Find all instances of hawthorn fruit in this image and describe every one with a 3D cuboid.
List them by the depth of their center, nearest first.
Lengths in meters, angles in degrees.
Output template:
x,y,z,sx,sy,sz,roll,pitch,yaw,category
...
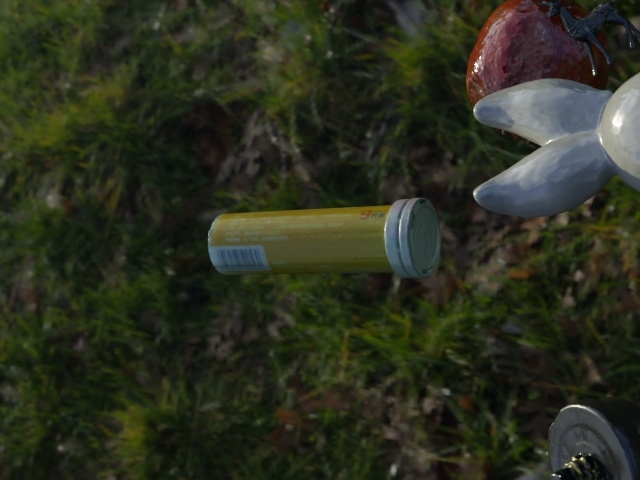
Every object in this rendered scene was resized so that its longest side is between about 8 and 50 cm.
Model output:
x,y,z,sx,sy,sz,roll,pitch,yaw,category
0.320,-0.263,1.682,0.205,0.205,0.253,35,106,51,hawthorn fruit

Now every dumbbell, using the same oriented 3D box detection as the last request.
x,y,z,sx,sy,sz,roll,pitch,yaw,category
0.473,0.279,1.614,0.185,0.388,0.185,34,130,55,dumbbell

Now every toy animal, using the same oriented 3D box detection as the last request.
x,y,z,sx,sy,sz,roll,pitch,yaw,category
0.220,-0.069,0.812,0.221,0.131,0.103,-7,78,46,toy animal

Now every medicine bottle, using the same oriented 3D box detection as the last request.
x,y,z,sx,sy,sz,roll,pitch,yaw,category
0.000,0.000,1.119,0.218,0.074,0.073,-2,75,28,medicine bottle

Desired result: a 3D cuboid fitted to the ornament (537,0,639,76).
x,y,z,sx,sy,sz,roll,pitch,yaw,category
0.291,-0.247,1.294,0.073,0.028,0.125,-38,83,-4,ornament
